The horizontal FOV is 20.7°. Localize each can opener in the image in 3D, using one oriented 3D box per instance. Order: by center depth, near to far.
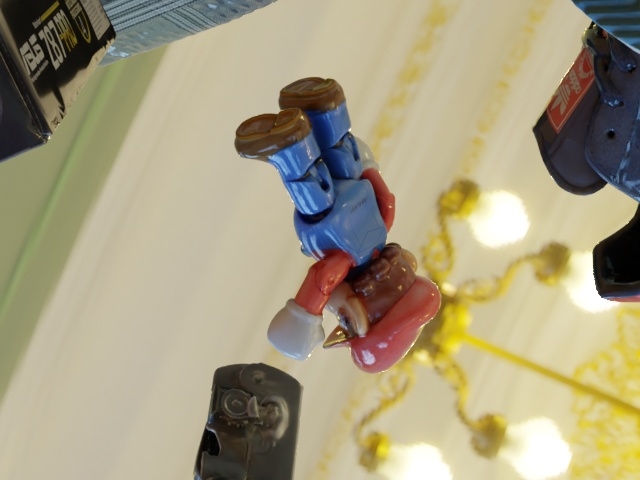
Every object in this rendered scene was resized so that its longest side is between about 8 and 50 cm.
[{"bbox_3d":[-0.066,0.225,1.362,0.095,0.076,0.283,114,-15,-55],"label":"can opener"}]

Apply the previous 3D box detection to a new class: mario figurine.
[{"bbox_3d":[0.000,0.000,1.837,0.198,0.320,0.170,-26,-158,-10],"label":"mario figurine"}]

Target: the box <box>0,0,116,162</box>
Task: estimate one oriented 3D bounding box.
[{"bbox_3d":[-0.309,-0.080,1.155,0.318,0.097,0.395,-24,-166,6],"label":"box"}]

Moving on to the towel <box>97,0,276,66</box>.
[{"bbox_3d":[-0.215,-0.263,1.497,0.324,0.312,0.056,-12,-121,47],"label":"towel"}]

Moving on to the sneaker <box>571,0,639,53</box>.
[{"bbox_3d":[0.123,-0.156,0.748,0.087,0.092,0.229,-40,-126,17],"label":"sneaker"}]

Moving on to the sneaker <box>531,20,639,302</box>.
[{"bbox_3d":[0.179,-0.105,0.929,0.148,0.350,0.131,-10,-151,7],"label":"sneaker"}]
